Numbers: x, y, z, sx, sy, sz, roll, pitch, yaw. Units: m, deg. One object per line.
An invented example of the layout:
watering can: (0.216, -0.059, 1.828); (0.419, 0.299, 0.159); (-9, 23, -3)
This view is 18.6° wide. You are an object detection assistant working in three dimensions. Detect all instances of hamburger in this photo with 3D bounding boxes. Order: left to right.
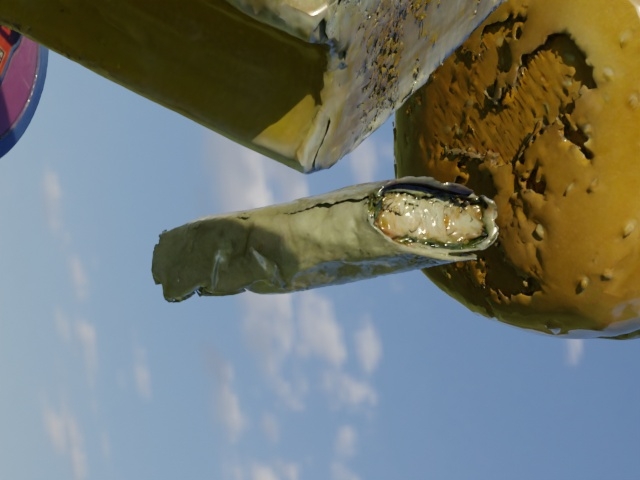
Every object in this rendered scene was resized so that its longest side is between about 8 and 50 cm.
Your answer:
hamburger: (0.177, -0.079, 1.419); (0.284, 0.174, 0.305); (8, -81, 48)

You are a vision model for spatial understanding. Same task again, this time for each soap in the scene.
soap: (-0.063, -0.136, 0.613); (0.257, 0.160, 0.080); (28, -41, 22)

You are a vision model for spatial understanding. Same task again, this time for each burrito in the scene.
burrito: (0.000, 0.000, 0.840); (0.055, 0.149, 0.041); (14, 67, -73)

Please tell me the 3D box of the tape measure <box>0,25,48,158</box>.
tape measure: (-0.181, -0.087, 0.876); (0.125, 0.074, 0.118); (51, 52, -56)
